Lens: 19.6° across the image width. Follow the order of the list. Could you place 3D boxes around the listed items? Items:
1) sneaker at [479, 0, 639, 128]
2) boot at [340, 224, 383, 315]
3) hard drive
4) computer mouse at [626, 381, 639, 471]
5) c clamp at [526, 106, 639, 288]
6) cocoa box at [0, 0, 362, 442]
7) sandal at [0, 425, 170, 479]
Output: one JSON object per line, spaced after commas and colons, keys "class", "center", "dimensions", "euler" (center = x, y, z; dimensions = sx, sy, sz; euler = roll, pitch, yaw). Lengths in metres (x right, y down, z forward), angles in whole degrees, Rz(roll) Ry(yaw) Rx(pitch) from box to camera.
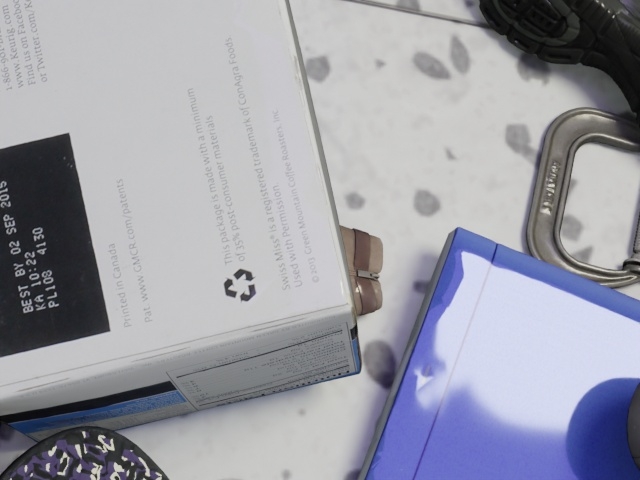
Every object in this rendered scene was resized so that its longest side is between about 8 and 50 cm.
{"class": "sneaker", "center": [0.254, -0.150, 1.335], "dimensions": [0.286, 0.109, 0.130], "euler": [40, 55, 7]}
{"class": "boot", "center": [0.000, 0.000, 1.280], "dimensions": [0.087, 0.042, 0.118], "euler": [3, 71, -19]}
{"class": "hard drive", "center": [0.202, 0.147, 1.260], "dimensions": [0.318, 0.040, 0.210], "euler": [22, 78, -4]}
{"class": "computer mouse", "center": [0.300, 0.191, 1.219], "dimensions": [0.262, 0.060, 0.184], "euler": [16, 74, -18]}
{"class": "c clamp", "center": [0.221, -0.032, 1.341], "dimensions": [0.137, 0.022, 0.161], "euler": [22, 70, -5]}
{"class": "cocoa box", "center": [-0.120, -0.071, 1.154], "dimensions": [0.231, 0.228, 0.347], "euler": [-13, 76, 0]}
{"class": "sandal", "center": [-0.126, 0.336, 1.129], "dimensions": [0.167, 0.107, 0.446], "euler": [-13, 89, -16]}
